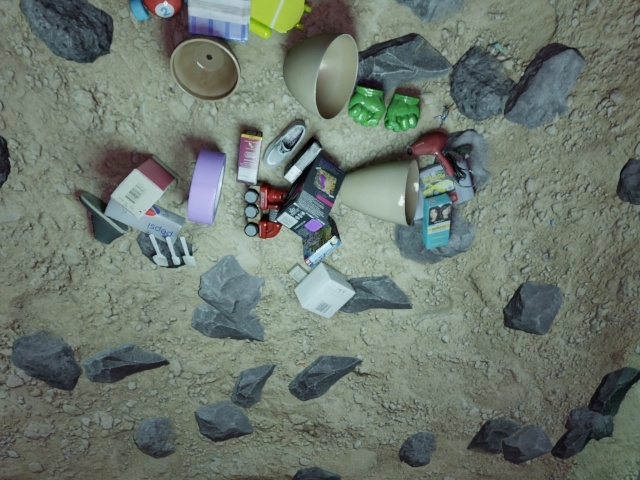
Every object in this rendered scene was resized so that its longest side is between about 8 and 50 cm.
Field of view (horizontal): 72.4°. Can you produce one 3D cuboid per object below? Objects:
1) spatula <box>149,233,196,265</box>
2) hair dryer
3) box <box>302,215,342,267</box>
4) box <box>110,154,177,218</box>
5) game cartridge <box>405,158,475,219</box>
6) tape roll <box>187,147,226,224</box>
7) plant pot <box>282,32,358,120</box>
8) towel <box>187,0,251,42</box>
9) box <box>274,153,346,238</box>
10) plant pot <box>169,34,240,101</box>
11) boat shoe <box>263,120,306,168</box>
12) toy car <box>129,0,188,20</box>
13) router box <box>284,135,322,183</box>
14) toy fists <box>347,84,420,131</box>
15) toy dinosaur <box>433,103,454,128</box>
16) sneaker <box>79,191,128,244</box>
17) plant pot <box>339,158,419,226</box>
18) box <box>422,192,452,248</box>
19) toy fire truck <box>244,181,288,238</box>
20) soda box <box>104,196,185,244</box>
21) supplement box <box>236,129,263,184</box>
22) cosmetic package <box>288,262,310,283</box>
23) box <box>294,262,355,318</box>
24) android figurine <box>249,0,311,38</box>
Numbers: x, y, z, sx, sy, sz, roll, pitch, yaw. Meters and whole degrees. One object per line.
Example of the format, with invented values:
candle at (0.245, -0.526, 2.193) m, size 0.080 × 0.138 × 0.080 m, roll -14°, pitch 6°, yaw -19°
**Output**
spatula at (-0.612, 0.047, 1.794) m, size 0.168 × 0.019 × 0.242 m, roll 6°, pitch 149°, yaw -3°
hair dryer at (0.473, -0.332, 1.694) m, size 0.293 × 0.223 × 0.080 m, roll 13°, pitch 143°, yaw -8°
box at (0.000, 0.000, 1.778) m, size 0.159 × 0.233 × 0.044 m, roll -40°, pitch 111°, yaw 12°
box at (-0.650, -0.205, 1.631) m, size 0.148 × 0.232 × 0.127 m, roll -43°, pitch 110°, yaw 13°
game cartridge at (0.484, -0.220, 1.827) m, size 0.294 × 0.060 × 0.196 m, roll -22°, pitch 110°, yaw 4°
tape roll at (-0.421, -0.199, 1.632) m, size 0.090 × 0.275 × 0.275 m, roll 11°, pitch 112°, yaw -11°
plant pot at (-0.019, -0.587, 1.530) m, size 0.191 × 0.284 × 0.284 m, roll 24°, pitch 114°, yaw 23°
towel at (-0.327, -0.814, 1.431) m, size 0.209 × 0.034 × 0.285 m, roll 1°, pitch 113°, yaw -17°
box at (-0.036, -0.169, 1.663) m, size 0.143 × 0.270 × 0.165 m, roll 35°, pitch 144°, yaw -17°
plant pot at (-0.395, -0.613, 1.523) m, size 0.237 × 0.110 × 0.237 m, roll -2°, pitch 142°, yaw -2°
boat shoe at (-0.142, -0.368, 1.689) m, size 0.079 × 0.081 × 0.227 m, roll 39°, pitch 105°, yaw -19°
toy car at (-0.532, -0.820, 1.373) m, size 0.219 × 0.238 × 0.210 m, roll -15°, pitch 114°, yaw 2°
router box at (-0.069, -0.314, 1.691) m, size 0.046 × 0.133 × 0.179 m, roll 39°, pitch 105°, yaw -18°
toy fists at (0.245, -0.492, 1.664) m, size 0.279 × 0.096 × 0.142 m, roll 7°, pitch 113°, yaw -10°
toy dinosaur at (0.491, -0.485, 1.720) m, size 0.090 × 0.047 × 0.082 m, roll -16°, pitch 133°, yaw -9°
sneaker at (-0.894, -0.081, 1.745) m, size 0.118 × 0.083 × 0.222 m, roll -36°, pitch 113°, yaw 11°
plant pot at (0.224, -0.192, 1.710) m, size 0.274 × 0.256 × 0.256 m, roll 6°, pitch 116°, yaw 22°
box at (0.489, -0.077, 1.840) m, size 0.100 × 0.060 × 0.244 m, roll -14°, pitch 134°, yaw -2°
toy fire truck at (-0.171, -0.123, 1.773) m, size 0.246 × 0.158 × 0.217 m, roll 6°, pitch 113°, yaw 4°
soda box at (-0.698, -0.096, 1.751) m, size 0.286 × 0.091 × 0.098 m, roll 27°, pitch 108°, yaw -16°
supplement box at (-0.273, -0.321, 1.685) m, size 0.081 × 0.104 × 0.188 m, roll 7°, pitch 113°, yaw -9°
cosmetic package at (-0.083, 0.158, 1.944) m, size 0.060 × 0.041 × 0.115 m, roll -41°, pitch 111°, yaw 12°
box at (0.019, 0.221, 1.907) m, size 0.182 × 0.119 × 0.181 m, roll -46°, pitch 133°, yaw 14°
android figurine at (-0.166, -0.828, 1.501) m, size 0.273 × 0.056 × 0.248 m, roll 22°, pitch 109°, yaw -12°
